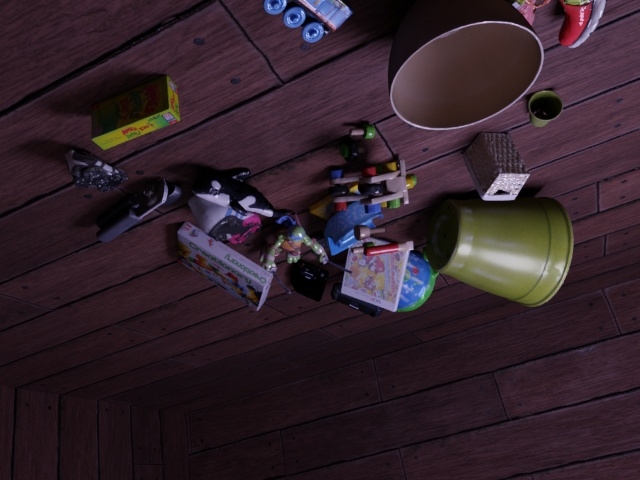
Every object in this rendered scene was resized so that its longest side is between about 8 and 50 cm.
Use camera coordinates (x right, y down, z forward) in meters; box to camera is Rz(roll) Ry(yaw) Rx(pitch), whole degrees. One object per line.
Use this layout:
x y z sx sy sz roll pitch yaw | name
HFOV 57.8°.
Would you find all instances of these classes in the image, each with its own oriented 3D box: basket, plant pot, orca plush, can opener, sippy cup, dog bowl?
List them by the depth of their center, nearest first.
0.255 -0.376 1.118 0.284 0.191 0.284 -8 153 -4 | plant pot
0.568 -0.330 1.485 0.083 0.083 0.079 -15 167 6 | plant pot
-0.195 -0.132 1.520 0.287 0.151 0.102 22 105 -32 | orca plush
-0.482 -0.073 1.546 0.283 0.076 0.095 -28 149 31 | can opener
0.482 -0.205 1.587 0.113 0.167 0.103 -2 147 -20 | basket
0.089 -0.042 1.752 0.165 0.074 0.297 -31 172 -10 | dog bowl
0.548 0.008 1.883 0.352 0.367 0.366 10 149 -14 | plant pot
0.255 0.111 2.073 0.224 0.240 0.305 29 102 -39 | sippy cup

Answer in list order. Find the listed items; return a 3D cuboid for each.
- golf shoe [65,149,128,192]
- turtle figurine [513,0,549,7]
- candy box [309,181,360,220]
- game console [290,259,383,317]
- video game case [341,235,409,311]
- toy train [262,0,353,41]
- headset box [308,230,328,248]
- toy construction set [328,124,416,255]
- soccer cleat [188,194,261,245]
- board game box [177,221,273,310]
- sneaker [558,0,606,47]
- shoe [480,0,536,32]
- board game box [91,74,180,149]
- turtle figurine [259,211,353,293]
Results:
-0.522 -0.168 1.360 0.077 0.094 0.198 -35 175 3 | golf shoe
0.331 -0.531 0.971 0.217 0.087 0.270 -3 138 -8 | turtle figurine
0.076 -0.122 1.733 0.205 0.027 0.105 -29 147 30 | candy box
0.057 0.192 2.127 0.361 0.044 0.213 24 152 5 | game console
0.180 0.103 1.943 0.206 0.227 0.026 18 -160 24 | video game case
-0.031 -0.433 1.028 0.105 0.080 0.184 -38 142 27 | toy train
0.000 0.000 1.936 0.062 0.032 0.083 -21 154 18 | headset box
0.178 -0.111 1.524 0.237 0.309 0.257 -6 161 -22 | toy construction set
-0.262 -0.072 1.624 0.116 0.143 0.331 -41 172 4 | soccer cleat
-0.294 0.081 1.754 0.305 0.053 0.193 31 149 5 | board game box
0.492 -0.496 1.123 0.118 0.107 0.279 4 152 10 | sneaker
0.402 -0.472 1.145 0.081 0.064 0.178 2 156 -29 | shoe
-0.382 -0.263 1.194 0.181 0.092 0.043 -18 152 12 | board game box
-0.089 0.063 1.799 0.197 0.275 0.266 -40 -175 -18 | turtle figurine
